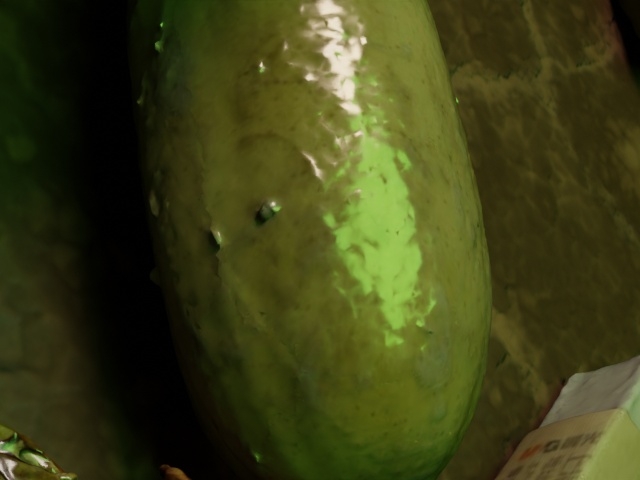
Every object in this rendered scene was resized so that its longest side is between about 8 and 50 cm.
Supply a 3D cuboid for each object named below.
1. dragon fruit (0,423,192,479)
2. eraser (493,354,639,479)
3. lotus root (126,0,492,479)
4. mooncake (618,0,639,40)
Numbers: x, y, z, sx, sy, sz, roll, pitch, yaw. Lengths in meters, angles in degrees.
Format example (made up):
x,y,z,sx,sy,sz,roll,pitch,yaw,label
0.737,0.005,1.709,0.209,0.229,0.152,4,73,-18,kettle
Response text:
x,y,z,sx,sy,sz,roll,pitch,yaw,label
-0.077,0.132,0.557,0.125,0.125,0.246,-40,108,-4,dragon fruit
0.122,0.201,0.773,0.144,0.078,0.343,57,41,-9,eraser
0.000,0.000,0.681,0.151,0.169,0.343,-11,74,-5,lotus root
0.404,-0.235,1.163,0.394,0.393,0.246,69,14,-70,mooncake
